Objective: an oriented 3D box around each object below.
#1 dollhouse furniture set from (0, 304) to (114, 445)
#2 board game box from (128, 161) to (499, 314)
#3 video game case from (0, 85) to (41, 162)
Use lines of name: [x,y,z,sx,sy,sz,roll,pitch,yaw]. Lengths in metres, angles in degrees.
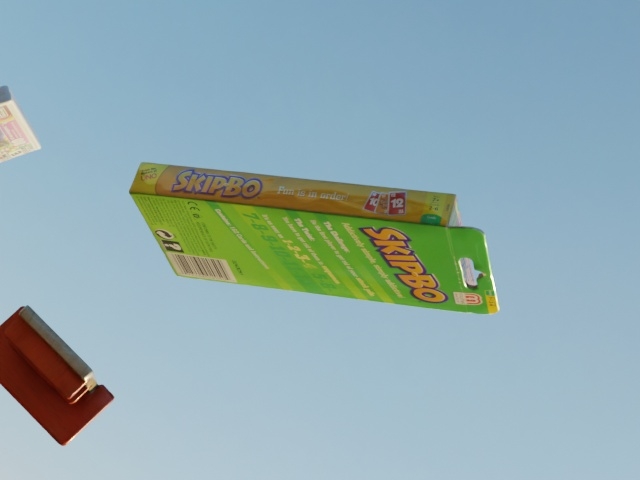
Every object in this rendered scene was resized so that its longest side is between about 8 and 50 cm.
dollhouse furniture set: [-0.280,0.169,1.045,0.262,0.259,0.135,44,-13,6]
board game box: [0.000,0.000,1.041,0.259,0.039,0.124,9,-29,18]
video game case: [-0.216,-0.046,0.767,0.087,0.122,0.011,94,-24,-77]
